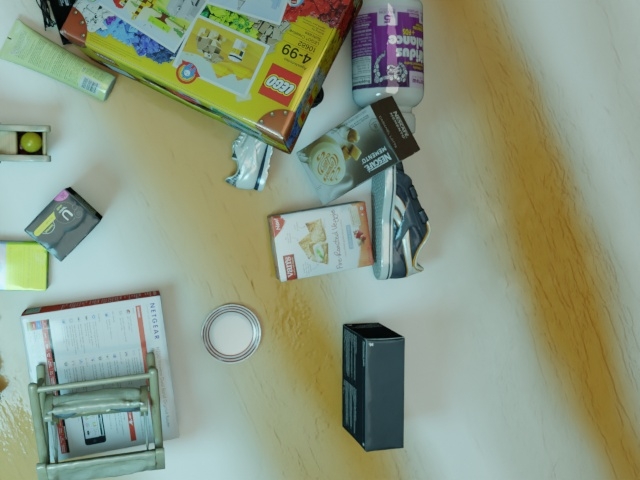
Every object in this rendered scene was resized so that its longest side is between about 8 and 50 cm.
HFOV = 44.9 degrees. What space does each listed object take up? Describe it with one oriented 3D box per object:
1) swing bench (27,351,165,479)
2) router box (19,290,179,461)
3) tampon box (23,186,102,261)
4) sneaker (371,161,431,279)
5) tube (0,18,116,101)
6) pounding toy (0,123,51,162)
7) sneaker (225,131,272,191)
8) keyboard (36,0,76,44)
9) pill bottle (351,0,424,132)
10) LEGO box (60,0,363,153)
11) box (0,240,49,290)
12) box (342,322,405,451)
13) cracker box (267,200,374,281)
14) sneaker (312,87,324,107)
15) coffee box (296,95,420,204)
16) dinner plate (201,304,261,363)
[{"bbox_3d":[-0.461,0.387,1.623,0.253,0.165,0.255,-5,97,-14],"label":"swing bench"},{"bbox_3d":[-0.488,0.301,1.736,0.301,0.082,0.336,-7,96,-13],"label":"router box"},{"bbox_3d":[-0.544,-0.038,1.653,0.101,0.161,0.120,44,84,-13],"label":"tampon box"},{"bbox_3d":[0.191,-0.068,1.849,0.127,0.126,0.321,-3,103,-10],"label":"sneaker"},{"bbox_3d":[-0.565,-0.383,1.677,0.240,0.062,0.070,25,47,-10],"label":"tube"},{"bbox_3d":[-0.699,-0.238,1.603,0.269,0.154,0.155,0,95,-14],"label":"pounding toy"},{"bbox_3d":[-0.151,-0.232,1.775,0.094,0.090,0.235,12,90,-5],"label":"sneaker"},{"bbox_3d":[-0.571,-0.520,1.680,0.100,0.038,0.192,-20,99,-35],"label":"keyboard"},{"bbox_3d":[0.155,-0.397,1.787,0.169,0.169,0.302,-3,96,-13],"label":"pill bottle"},{"bbox_3d":[-0.210,-0.461,1.609,0.500,0.193,0.373,26,88,5],"label":"LEGO box"},{"bbox_3d":[-0.687,0.054,1.688,0.178,0.042,0.109,2,94,-13],"label":"box"},{"bbox_3d":[0.123,0.340,1.834,0.103,0.184,0.261,-1,96,-13],"label":"box"},{"bbox_3d":[0.000,0.000,1.836,0.232,0.067,0.156,-10,97,-12],"label":"cracker box"},{"bbox_3d":[-0.095,-0.415,1.748,0.283,0.124,0.107,42,84,-13],"label":"sneaker"},{"bbox_3d":[0.081,-0.199,1.735,0.098,0.246,0.141,-30,92,-48],"label":"coffee box"},{"bbox_3d":[-0.211,0.220,1.830,0.141,0.017,0.141,-1,95,-14],"label":"dinner plate"}]
